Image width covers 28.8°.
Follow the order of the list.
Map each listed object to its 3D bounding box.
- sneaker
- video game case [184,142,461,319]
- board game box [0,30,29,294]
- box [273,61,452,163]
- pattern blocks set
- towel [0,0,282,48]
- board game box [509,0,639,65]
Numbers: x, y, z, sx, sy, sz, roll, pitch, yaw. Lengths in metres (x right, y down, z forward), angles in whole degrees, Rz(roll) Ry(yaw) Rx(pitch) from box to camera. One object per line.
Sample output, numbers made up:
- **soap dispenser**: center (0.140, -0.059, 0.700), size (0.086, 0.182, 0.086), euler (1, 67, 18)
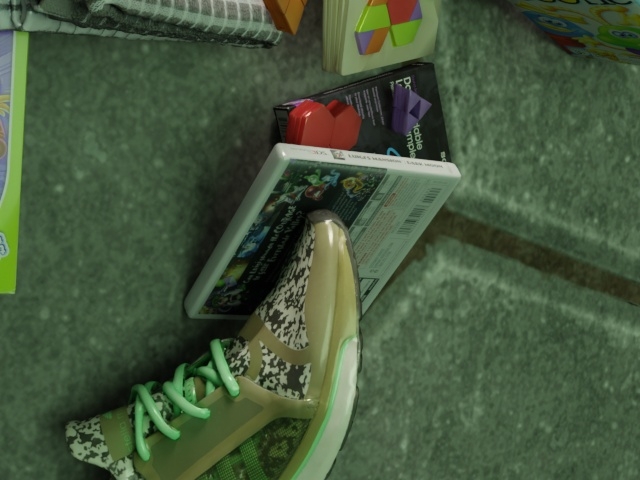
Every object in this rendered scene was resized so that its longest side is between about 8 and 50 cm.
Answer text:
- **sneaker**: center (-0.099, 0.155, 0.961), size (0.182, 0.158, 0.410), euler (22, 98, -17)
- **video game case**: center (0.000, 0.000, 1.027), size (0.173, 0.022, 0.190), euler (4, 136, -33)
- **board game box**: center (-0.371, -0.082, 0.811), size (0.347, 0.078, 0.233), euler (0, 97, -33)
- **box**: center (0.042, -0.084, 1.105), size (0.162, 0.029, 0.116), euler (-22, 109, -30)
- **pattern blocks set**: center (0.054, -0.221, 0.988), size (0.285, 0.026, 0.324), euler (-38, 136, -39)
- **towel**: center (-0.113, -0.254, 0.865), size (0.284, 0.121, 0.235), euler (-11, 108, -62)
- **board game box**: center (0.248, -0.262, 1.089), size (0.275, 0.142, 0.144), euler (21, 85, -55)
